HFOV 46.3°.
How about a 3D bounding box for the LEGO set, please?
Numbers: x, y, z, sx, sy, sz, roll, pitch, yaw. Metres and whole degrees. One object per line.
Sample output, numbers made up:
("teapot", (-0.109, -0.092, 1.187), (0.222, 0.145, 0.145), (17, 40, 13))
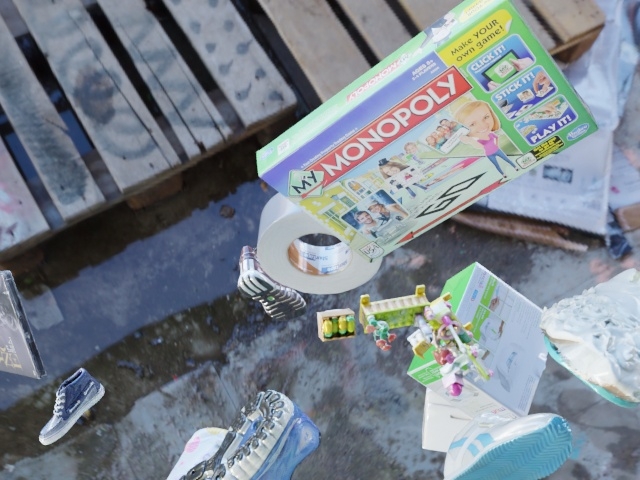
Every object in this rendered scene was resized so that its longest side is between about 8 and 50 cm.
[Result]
("LEGO set", (0.139, 0.144, 1.028), (0.287, 0.132, 0.107), (23, 27, -32))

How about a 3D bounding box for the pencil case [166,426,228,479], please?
("pencil case", (-0.233, 0.472, 1.409), (0.124, 0.273, 0.113), (-25, 105, 23))

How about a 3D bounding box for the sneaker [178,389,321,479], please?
("sneaker", (-0.120, 0.394, 1.157), (0.147, 0.130, 0.330), (38, 98, -28))

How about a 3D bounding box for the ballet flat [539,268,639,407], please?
("ballet flat", (0.350, 0.093, 0.860), (0.147, 0.409, 0.147), (-3, 84, 24))

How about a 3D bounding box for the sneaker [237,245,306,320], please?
("sneaker", (-0.125, 0.095, 1.961), (0.106, 0.281, 0.162), (-20, 57, 15))

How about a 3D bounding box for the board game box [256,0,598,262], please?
("board game box", (0.116, -0.112, 0.836), (0.317, 0.213, 0.046), (-32, 43, 25))

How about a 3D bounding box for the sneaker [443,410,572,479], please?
("sneaker", (0.227, 0.257, 0.945), (0.087, 0.228, 0.092), (27, 50, -12))

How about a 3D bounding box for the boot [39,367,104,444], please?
("boot", (-0.623, 0.400, 1.816), (0.190, 0.086, 0.069), (-46, 33, -24))

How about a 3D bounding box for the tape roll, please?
("tape roll", (0.000, 0.000, 1.307), (0.219, 0.219, 0.072), (5, 47, -2))

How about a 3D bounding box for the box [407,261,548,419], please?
("box", (0.348, 0.223, 1.578), (0.231, 0.127, 0.262), (35, 57, -9))

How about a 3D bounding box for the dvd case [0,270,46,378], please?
("dvd case", (-0.498, 0.128, 1.158), (0.018, 0.221, 0.164), (-23, 102, -39))

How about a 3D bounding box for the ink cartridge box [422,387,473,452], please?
("ink cartridge box", (0.344, 0.387, 1.827), (0.171, 0.232, 0.168), (5, 111, 11))
